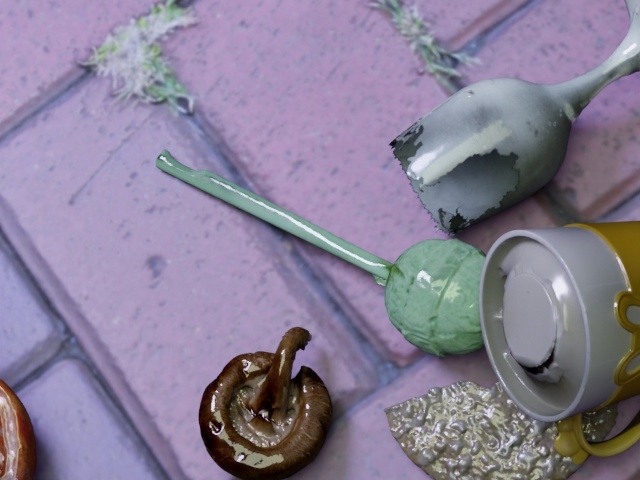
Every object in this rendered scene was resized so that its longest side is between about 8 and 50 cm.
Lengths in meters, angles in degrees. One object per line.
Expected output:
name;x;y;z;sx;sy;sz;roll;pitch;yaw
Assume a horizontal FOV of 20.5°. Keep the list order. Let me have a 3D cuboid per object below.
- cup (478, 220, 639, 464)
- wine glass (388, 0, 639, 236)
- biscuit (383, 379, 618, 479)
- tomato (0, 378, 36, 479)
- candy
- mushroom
cup;0.285;0.092;1.706;0.226;0.185;0.241;-11;107;-26
wine glass;0.230;-0.133;1.829;0.321;0.143;0.143;-35;70;1
biscuit;0.200;0.190;1.785;0.250;0.032;0.133;-18;71;4
tomato;-0.410;0.233;1.859;0.236;0.095;0.237;-2;75;8
candy;0.000;0.000;1.861;0.439;0.119;0.119;25;79;25
mushroom;-0.051;0.166;1.818;0.135;0.080;0.171;25;78;5
